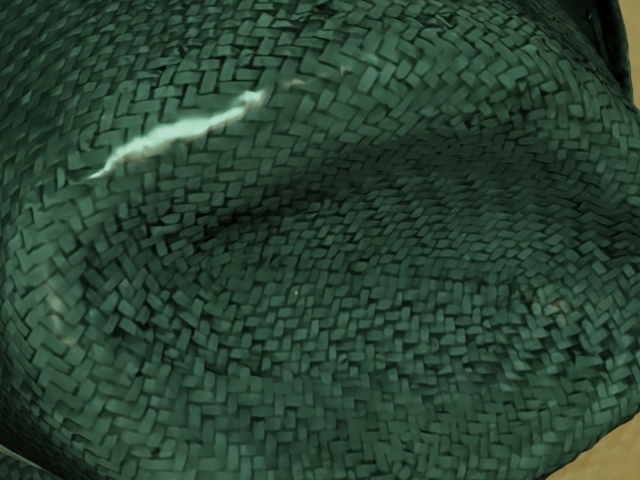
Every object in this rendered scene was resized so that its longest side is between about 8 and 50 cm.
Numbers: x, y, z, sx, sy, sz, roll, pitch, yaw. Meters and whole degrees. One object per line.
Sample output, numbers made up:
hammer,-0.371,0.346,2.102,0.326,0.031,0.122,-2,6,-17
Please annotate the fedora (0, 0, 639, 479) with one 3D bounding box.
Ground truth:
fedora,0.000,0.000,0.415,0.334,0.152,0.334,-11,113,-27
